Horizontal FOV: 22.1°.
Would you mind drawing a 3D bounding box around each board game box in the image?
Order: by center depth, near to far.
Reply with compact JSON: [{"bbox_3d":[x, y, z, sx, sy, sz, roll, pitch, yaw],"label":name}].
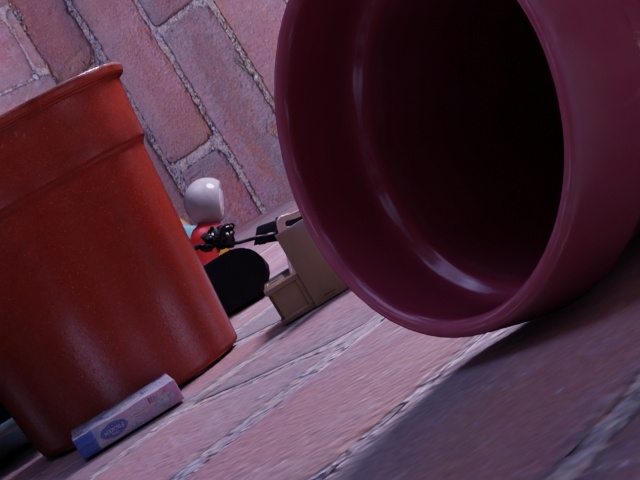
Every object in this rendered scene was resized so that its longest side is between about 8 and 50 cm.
[{"bbox_3d":[-0.152,0.137,1.283,0.090,0.020,0.090,-32,4,-8],"label":"board game box"}]

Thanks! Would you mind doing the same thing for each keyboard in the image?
[{"bbox_3d":[-0.032,-0.017,1.767,0.201,0.033,0.317,-9,-1,-11],"label":"keyboard"}]

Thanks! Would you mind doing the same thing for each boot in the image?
[{"bbox_3d":[-0.152,0.074,1.778,0.219,0.082,0.106,-21,-6,4],"label":"boot"}]

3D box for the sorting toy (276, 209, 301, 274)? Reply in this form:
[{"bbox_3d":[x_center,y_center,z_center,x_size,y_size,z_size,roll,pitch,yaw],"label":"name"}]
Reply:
[{"bbox_3d":[0.000,0.000,1.456,0.083,0.075,0.045,-31,4,-7],"label":"sorting toy"}]

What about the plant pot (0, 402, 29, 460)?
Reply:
[{"bbox_3d":[-0.417,0.149,1.619,0.248,0.247,0.252,-32,-13,-17],"label":"plant pot"}]

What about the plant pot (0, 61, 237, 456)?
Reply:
[{"bbox_3d":[-0.224,0.027,1.423,0.272,0.265,0.272,-30,3,2],"label":"plant pot"}]

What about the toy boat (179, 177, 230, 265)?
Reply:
[{"bbox_3d":[-0.229,0.000,2.397,0.267,0.148,0.318,-2,-5,-37],"label":"toy boat"}]

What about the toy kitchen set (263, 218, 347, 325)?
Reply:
[{"bbox_3d":[-0.013,0.018,1.373,0.083,0.068,0.075,-31,4,0],"label":"toy kitchen set"}]

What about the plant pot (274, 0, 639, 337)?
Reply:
[{"bbox_3d":[0.107,-0.068,0.791,0.180,0.201,0.201,-14,-8,-38],"label":"plant pot"}]
